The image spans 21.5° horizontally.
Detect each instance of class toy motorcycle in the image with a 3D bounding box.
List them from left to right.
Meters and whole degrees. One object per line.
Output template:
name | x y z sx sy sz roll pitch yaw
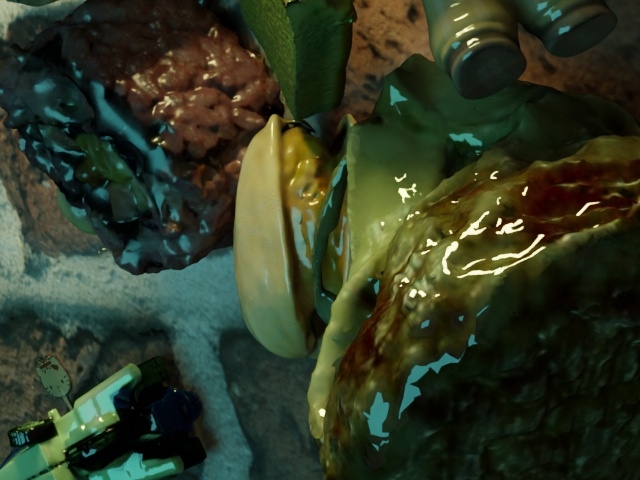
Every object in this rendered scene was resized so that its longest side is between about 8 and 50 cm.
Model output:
toy motorcycle | -0.266 0.235 1.818 0.331 0.196 0.125 -28 87 35

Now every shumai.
shumai | 0.134 0.020 1.209 0.348 0.395 0.395 60 144 37

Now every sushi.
sushi | -0.164 -0.091 1.539 0.270 0.171 0.236 49 136 7

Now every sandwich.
sandwich | -0.016 -0.175 1.330 0.245 0.063 0.212 -116 6 -47

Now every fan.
fan | -0.299 0.170 1.933 0.056 0.004 0.083 -27 92 48

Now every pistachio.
pistachio | 0.000 0.000 1.456 0.157 0.157 0.229 15 118 39

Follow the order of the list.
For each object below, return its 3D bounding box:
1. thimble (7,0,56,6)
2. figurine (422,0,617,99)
thimble | -0.253 -0.343 1.401 0.195 0.291 0.291 20 124 43
figurine | 0.056 -0.280 1.176 0.248 0.203 0.380 -32 80 14
